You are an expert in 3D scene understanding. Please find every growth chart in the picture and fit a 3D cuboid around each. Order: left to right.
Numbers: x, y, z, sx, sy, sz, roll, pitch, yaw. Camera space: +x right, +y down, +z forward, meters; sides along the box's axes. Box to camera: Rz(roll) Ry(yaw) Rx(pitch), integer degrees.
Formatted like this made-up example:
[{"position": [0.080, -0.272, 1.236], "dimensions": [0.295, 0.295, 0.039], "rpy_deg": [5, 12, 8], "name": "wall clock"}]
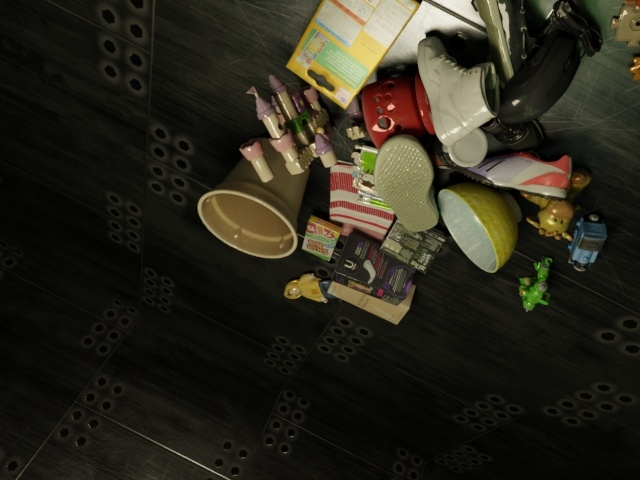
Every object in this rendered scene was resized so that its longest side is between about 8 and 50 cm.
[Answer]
[{"position": [0.179, -0.199, 1.539], "dimensions": [0.172, 0.021, 0.237], "rpy_deg": [10, 133, 15], "name": "growth chart"}]

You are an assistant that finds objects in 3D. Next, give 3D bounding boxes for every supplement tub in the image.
[{"position": [0.361, -0.253, 1.295], "dimensions": [0.117, 0.190, 0.116], "rpy_deg": [-1, 99, -8], "name": "supplement tub"}]

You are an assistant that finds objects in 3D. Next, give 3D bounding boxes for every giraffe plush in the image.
[{"position": [0.648, -0.094, 1.326], "dimensions": [0.182, 0.170, 0.210], "rpy_deg": [4, 134, 24], "name": "giraffe plush"}]

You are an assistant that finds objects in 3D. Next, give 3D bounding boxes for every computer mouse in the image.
[{"position": [0.510, -0.372, 1.063], "dimensions": [0.189, 0.072, 0.272], "rpy_deg": [21, 116, -34], "name": "computer mouse"}]

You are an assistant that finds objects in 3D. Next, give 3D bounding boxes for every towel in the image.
[{"position": [0.145, -0.121, 1.665], "dimensions": [0.237, 0.037, 0.328], "rpy_deg": [14, 137, 13], "name": "towel"}]

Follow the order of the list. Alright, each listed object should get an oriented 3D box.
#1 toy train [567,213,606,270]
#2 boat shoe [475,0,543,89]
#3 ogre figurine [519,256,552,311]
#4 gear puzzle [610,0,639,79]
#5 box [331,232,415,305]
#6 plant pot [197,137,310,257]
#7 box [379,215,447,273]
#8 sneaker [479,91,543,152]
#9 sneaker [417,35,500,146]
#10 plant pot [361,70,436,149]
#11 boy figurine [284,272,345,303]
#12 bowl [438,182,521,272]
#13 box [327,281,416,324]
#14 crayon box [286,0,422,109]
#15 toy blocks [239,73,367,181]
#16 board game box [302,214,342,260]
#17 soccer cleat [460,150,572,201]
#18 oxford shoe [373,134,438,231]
[{"position": [0.787, 0.011, 1.412], "dimensions": [0.080, 0.105, 0.184], "rpy_deg": [11, 136, 18], "name": "toy train"}, {"position": [0.449, -0.468, 1.092], "dimensions": [0.113, 0.127, 0.340], "rpy_deg": [-24, 122, 13], "name": "boat shoe"}, {"position": [0.718, 0.153, 1.586], "dimensions": [0.097, 0.118, 0.197], "rpy_deg": [30, 138, -4], "name": "ogre figurine"}, {"position": [0.712, -0.482, 0.989], "dimensions": [0.176, 0.044, 0.338], "rpy_deg": [7, 135, 21], "name": "gear puzzle"}, {"position": [0.195, 0.108, 1.743], "dimensions": [0.271, 0.165, 0.143], "rpy_deg": [22, 162, 3], "name": "box"}, {"position": [-0.184, -0.159, 1.572], "dimensions": [0.334, 0.305, 0.333], "rpy_deg": [15, 147, 10], "name": "plant pot"}, {"position": [0.315, 0.003, 1.627], "dimensions": [0.180, 0.077, 0.147], "rpy_deg": [26, 110, 0], "name": "box"}, {"position": [0.463, -0.302, 1.244], "dimensions": [0.283, 0.124, 0.107], "rpy_deg": [38, 138, -12], "name": "sneaker"}, {"position": [0.336, -0.390, 1.130], "dimensions": [0.108, 0.292, 0.169], "rpy_deg": [1, 161, -38], "name": "sneaker"}, {"position": [0.225, -0.347, 1.278], "dimensions": [0.174, 0.191, 0.191], "rpy_deg": [-8, 128, 26], "name": "plant pot"}, {"position": [-0.031, 0.204, 2.053], "dimensions": [0.285, 0.092, 0.177], "rpy_deg": [2, 136, 22], "name": "boy figurine"}, {"position": [0.498, -0.065, 1.423], "dimensions": [0.156, 0.289, 0.289], "rpy_deg": [-31, 123, -4], "name": "bowl"}, {"position": [0.201, 0.193, 1.894], "dimensions": [0.311, 0.121, 0.148], "rpy_deg": [23, 140, 4], "name": "box"}, {"position": [0.079, -0.528, 1.214], "dimensions": [0.203, 0.083, 0.323], "rpy_deg": [34, 129, -8], "name": "crayon box"}, {"position": [-0.062, -0.363, 1.341], "dimensions": [0.309, 0.288, 0.260], "rpy_deg": [-6, 125, 34], "name": "toy blocks"}, {"position": [0.000, 0.000, 1.832], "dimensions": [0.124, 0.039, 0.259], "rpy_deg": [24, 154, 4], "name": "board game box"}, {"position": [0.528, -0.194, 1.302], "dimensions": [0.318, 0.109, 0.116], "rpy_deg": [27, 107, 51], "name": "soccer cleat"}, {"position": [0.252, -0.173, 1.390], "dimensions": [0.169, 0.130, 0.449], "rpy_deg": [-12, 152, 17], "name": "oxford shoe"}]
